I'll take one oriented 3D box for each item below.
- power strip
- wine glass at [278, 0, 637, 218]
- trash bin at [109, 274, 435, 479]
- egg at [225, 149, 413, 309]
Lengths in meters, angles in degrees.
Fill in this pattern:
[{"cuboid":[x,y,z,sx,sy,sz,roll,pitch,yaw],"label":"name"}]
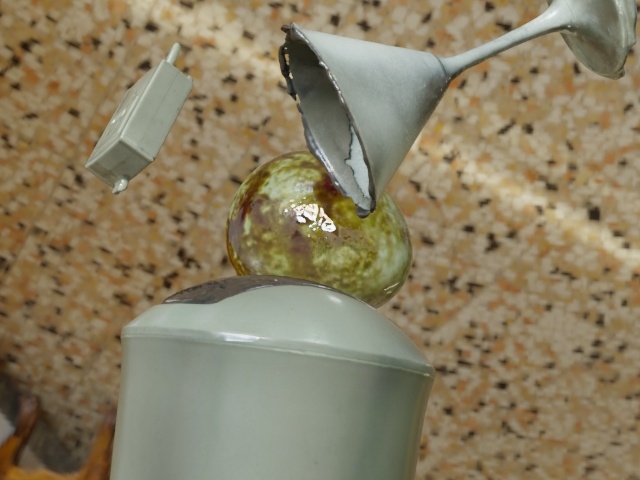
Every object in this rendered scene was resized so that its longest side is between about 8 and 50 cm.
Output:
[{"cuboid":[-0.162,-0.125,1.137,0.042,0.175,0.075,37,140,-21],"label":"power strip"},{"cuboid":[0.102,-0.130,0.877,0.232,0.156,0.156,-25,136,-10],"label":"wine glass"},{"cuboid":[-0.056,0.246,1.048,0.280,0.432,0.280,7,170,1],"label":"trash bin"},{"cuboid":[0.000,0.000,1.682,0.289,0.238,0.238,31,155,43],"label":"egg"}]
